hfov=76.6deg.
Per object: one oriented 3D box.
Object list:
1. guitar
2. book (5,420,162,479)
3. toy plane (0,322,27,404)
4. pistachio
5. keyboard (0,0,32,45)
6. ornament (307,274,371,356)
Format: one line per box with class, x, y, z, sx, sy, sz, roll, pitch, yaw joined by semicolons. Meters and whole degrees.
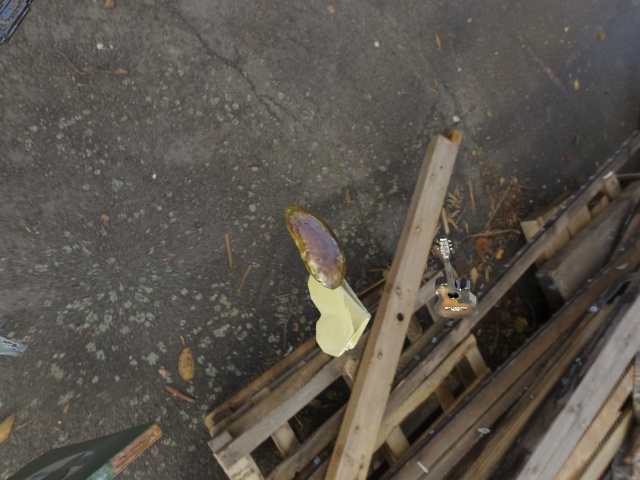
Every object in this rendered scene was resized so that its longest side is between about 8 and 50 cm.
guitar;0.258;0.077;0.802;0.025;0.088;0.233;-69;146;-42
book;-0.413;0.363;0.497;0.043;0.260;0.371;67;20;0
toy plane;-0.424;0.129;0.366;0.192;0.262;0.088;34;106;7
pistachio;0.000;0.000;0.696;0.089;0.049;0.173;-5;64;-57
keyboard;-0.508;-0.403;0.646;0.106;0.016;0.262;11;61;-12
ornament;0.049;0.165;0.937;0.059;0.180;0.201;-14;96;-38
